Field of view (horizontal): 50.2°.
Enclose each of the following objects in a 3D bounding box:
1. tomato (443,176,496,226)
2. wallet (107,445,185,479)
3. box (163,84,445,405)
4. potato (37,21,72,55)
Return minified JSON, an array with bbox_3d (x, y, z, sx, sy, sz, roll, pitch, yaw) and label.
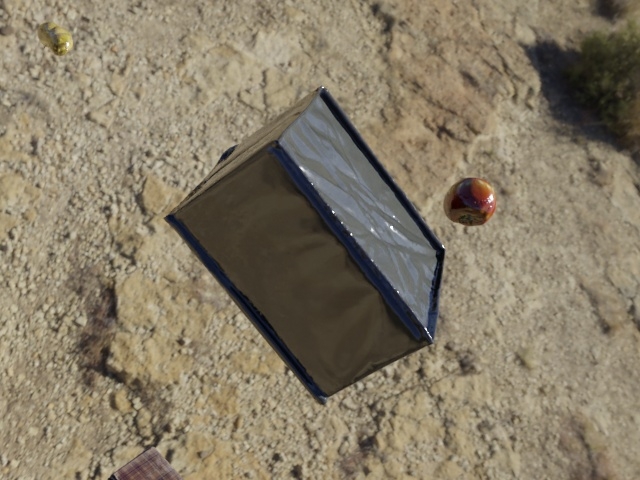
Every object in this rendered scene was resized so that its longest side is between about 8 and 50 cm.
[{"bbox_3d":[0.243,-0.066,1.109,0.087,0.087,0.075,23,66,-21],"label":"tomato"},{"bbox_3d":[-0.277,0.492,1.267,0.230,0.042,0.124,42,26,13],"label":"wallet"},{"bbox_3d":[-0.001,0.000,0.966,0.345,0.204,0.251,51,27,-14],"label":"box"},{"bbox_3d":[-0.466,-0.356,1.208,0.046,0.045,0.092,-12,40,-44],"label":"potato"}]
